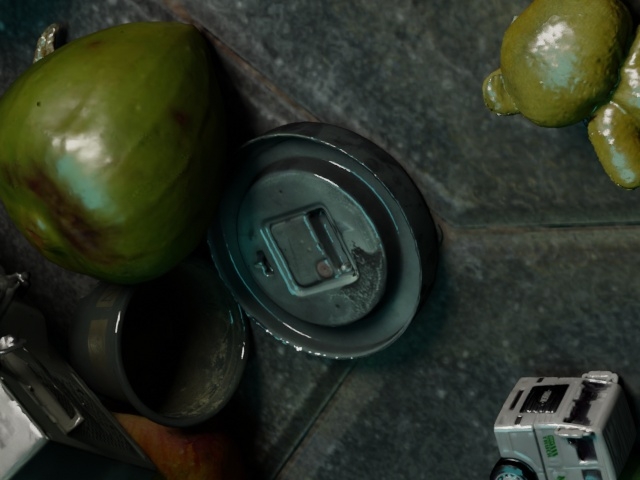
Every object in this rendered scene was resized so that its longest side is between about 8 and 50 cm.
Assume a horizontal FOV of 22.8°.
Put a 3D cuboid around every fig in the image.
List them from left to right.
[{"bbox_3d":[-0.162,-0.080,1.334,0.203,0.225,0.203,33,160,13],"label":"fig"}]

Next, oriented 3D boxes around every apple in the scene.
[{"bbox_3d":[-0.172,0.246,1.509,0.211,0.211,0.187,11,96,28],"label":"apple"}]

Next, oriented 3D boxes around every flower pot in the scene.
[{"bbox_3d":[-0.158,0.090,1.456,0.107,0.157,0.157,-1,115,44],"label":"flower pot"}]

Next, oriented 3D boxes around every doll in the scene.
[{"bbox_3d":[0.230,-0.110,1.136,0.210,0.097,0.137,26,104,4],"label":"doll"}]

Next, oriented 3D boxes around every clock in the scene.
[{"bbox_3d":[0.000,0.000,1.367,0.215,0.042,0.214,15,122,25],"label":"clock"}]

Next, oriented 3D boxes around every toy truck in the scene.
[{"bbox_3d":[0.225,0.232,1.314,0.125,0.101,0.242,-5,115,30],"label":"toy truck"}]

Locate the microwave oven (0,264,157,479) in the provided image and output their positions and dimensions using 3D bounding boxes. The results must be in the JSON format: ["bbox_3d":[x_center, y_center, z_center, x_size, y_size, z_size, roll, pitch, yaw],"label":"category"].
[{"bbox_3d":[-0.410,0.133,1.367,0.374,0.236,0.432,-45,69,2],"label":"microwave oven"}]

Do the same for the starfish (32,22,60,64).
[{"bbox_3d":[-0.222,-0.084,1.456,0.241,0.043,0.227,11,109,11],"label":"starfish"}]
